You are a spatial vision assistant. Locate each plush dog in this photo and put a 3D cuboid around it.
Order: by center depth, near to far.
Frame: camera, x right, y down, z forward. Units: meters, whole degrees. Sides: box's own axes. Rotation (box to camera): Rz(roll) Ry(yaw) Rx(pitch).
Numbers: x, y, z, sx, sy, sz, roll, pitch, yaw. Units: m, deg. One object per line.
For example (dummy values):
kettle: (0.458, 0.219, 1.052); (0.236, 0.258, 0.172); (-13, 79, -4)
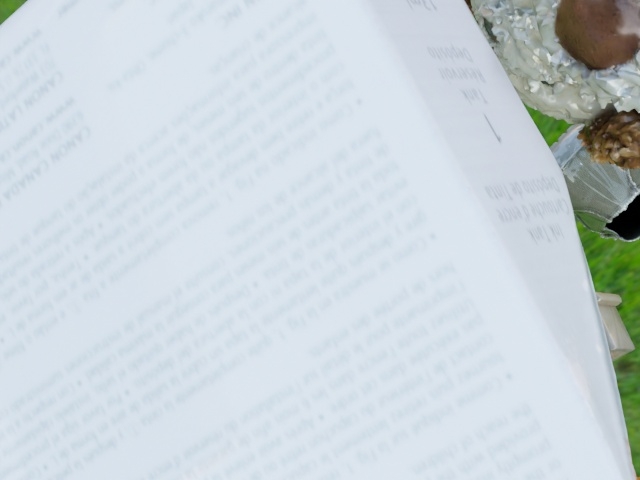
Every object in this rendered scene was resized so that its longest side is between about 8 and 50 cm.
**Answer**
plush dog: (0.151, -0.165, 0.875); (0.210, 0.225, 0.262); (-27, 65, -23)

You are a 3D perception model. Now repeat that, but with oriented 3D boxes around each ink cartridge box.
ink cartridge box: (-0.025, 0.098, 0.544); (0.308, 0.091, 0.385); (-34, 78, 29)

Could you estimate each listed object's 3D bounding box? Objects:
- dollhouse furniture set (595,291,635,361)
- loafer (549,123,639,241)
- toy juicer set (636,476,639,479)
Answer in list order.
dollhouse furniture set: (0.113, 0.067, 1.141); (0.161, 0.182, 0.101); (-35, 66, 30)
loafer: (0.256, -0.031, 1.291); (0.094, 0.251, 0.087); (-49, 65, 16)
toy juicer set: (0.275, 0.175, 1.183); (0.089, 0.329, 0.209); (13, 88, 10)
